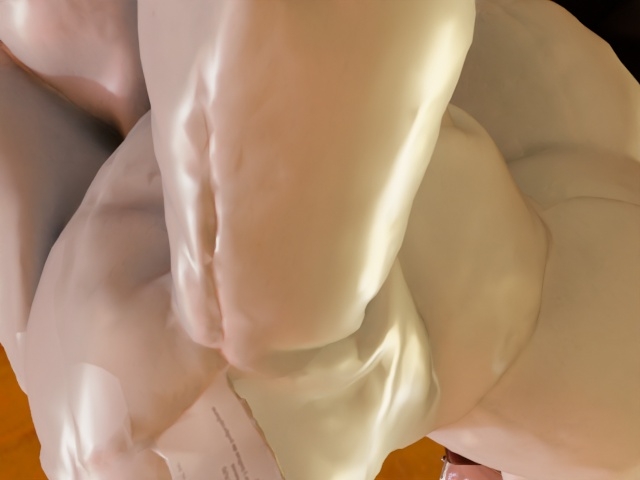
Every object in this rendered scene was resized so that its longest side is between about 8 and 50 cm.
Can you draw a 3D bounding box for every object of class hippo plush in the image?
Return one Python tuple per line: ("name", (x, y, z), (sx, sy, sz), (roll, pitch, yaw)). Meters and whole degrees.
("hippo plush", (0.036, -0.013, 0.444), (0.236, 0.294, 0.234), (2, 136, -33))

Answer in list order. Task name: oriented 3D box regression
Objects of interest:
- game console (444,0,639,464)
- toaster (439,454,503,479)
("game console", (0.000, 0.000, 0.687), (0.361, 0.044, 0.213), (-3, 108, 23))
("toaster", (0.163, 0.234, 1.142), (0.185, 0.110, 0.168), (-3, 114, -45))
